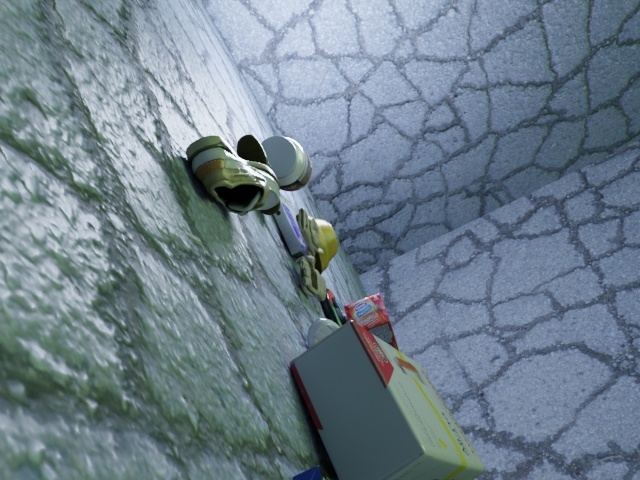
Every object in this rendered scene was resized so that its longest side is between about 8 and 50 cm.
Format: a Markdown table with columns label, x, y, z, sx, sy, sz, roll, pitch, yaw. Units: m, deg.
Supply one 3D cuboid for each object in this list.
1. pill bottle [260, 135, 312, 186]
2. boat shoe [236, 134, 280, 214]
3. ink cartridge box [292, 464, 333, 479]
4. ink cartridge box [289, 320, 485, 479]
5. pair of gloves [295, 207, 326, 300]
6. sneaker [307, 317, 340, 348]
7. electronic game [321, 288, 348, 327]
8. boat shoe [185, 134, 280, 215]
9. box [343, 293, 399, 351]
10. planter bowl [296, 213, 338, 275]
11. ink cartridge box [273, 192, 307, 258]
| label | x | y | z | sx | sy | sz | roll | pitch | yaw |
| --- | --- | --- | --- | --- | --- | --- | --- | --- | --- |
| pill bottle | -0.121 | -0.255 | 1.988 | 0.162 | 0.162 | 0.278 | 64 | 6 | 5 |
| boat shoe | -0.168 | -0.176 | 1.628 | 0.073 | 0.080 | 0.224 | -119 | -172 | -86 |
| ink cartridge box | 0.029 | 0.417 | 0.866 | 0.207 | 0.046 | 0.097 | 59 | 8 | -42 |
| ink cartridge box | 0.142 | 0.354 | 1.180 | 0.384 | 0.160 | 0.279 | 39 | 16 | -53 |
| pair of gloves | -0.032 | 0.047 | 1.725 | 0.204 | 0.042 | 0.240 | 44 | 40 | -68 |
| sneaker | 0.016 | 0.248 | 1.417 | 0.091 | 0.094 | 0.258 | 45 | -12 | 38 |
| electronic game | 0.064 | 0.261 | 1.938 | 0.229 | 0.048 | 0.229 | 63 | 6 | -12 |
| boat shoe | -0.161 | -0.102 | 1.201 | 0.302 | 0.113 | 0.104 | 26 | 38 | -64 |
| box | 0.174 | 0.305 | 1.963 | 0.257 | 0.128 | 0.123 | 68 | 4 | -48 |
| planter bowl | 0.000 | 0.000 | 1.971 | 0.217 | 0.090 | 0.217 | 160 | -90 | -77 |
| ink cartridge box | -0.091 | -0.039 | 1.860 | 0.206 | 0.045 | 0.209 | 43 | 24 | -76 |
